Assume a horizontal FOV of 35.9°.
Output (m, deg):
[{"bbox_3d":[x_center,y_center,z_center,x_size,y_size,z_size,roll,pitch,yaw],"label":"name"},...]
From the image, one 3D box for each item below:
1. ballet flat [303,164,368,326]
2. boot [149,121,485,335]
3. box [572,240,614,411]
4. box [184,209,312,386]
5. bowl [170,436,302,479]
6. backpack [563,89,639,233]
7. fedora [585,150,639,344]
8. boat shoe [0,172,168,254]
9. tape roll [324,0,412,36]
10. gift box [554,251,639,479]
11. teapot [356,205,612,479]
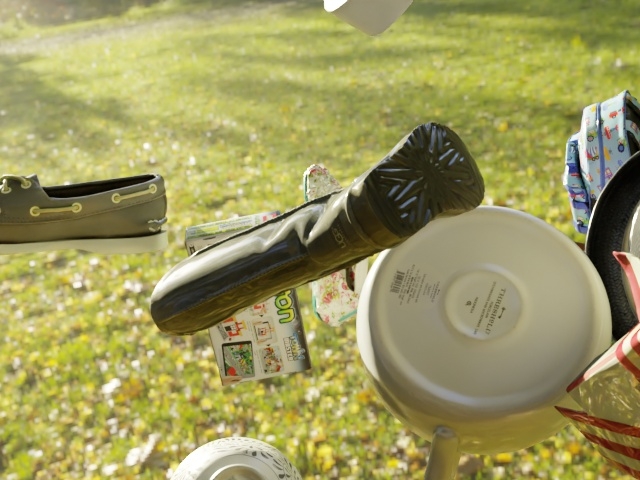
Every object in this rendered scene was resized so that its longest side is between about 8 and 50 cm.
[{"bbox_3d":[0.028,0.001,1.358,0.077,0.241,0.091,-15,-23,25],"label":"ballet flat"},{"bbox_3d":[-0.001,-0.002,0.722,0.208,0.076,0.189,-33,-7,37],"label":"boot"},{"bbox_3d":[0.286,0.100,1.191,0.293,0.201,0.057,10,-5,-15],"label":"box"},{"bbox_3d":[-0.083,0.072,1.168,0.114,0.207,0.036,-11,28,-1],"label":"box"},{"bbox_3d":[-0.093,0.298,1.115,0.170,0.170,0.080,-14,-21,-14],"label":"bowl"},{"bbox_3d":[0.393,-0.110,1.347,0.117,0.173,0.158,-5,47,23],"label":"backpack"},{"bbox_3d":[0.438,0.001,1.051,0.334,0.152,0.334,-6,64,12],"label":"fedora"},{"bbox_3d":[-0.323,-0.033,1.130,0.305,0.091,0.109,-1,11,-26],"label":"boat shoe"},{"bbox_3d":[0.093,-0.390,1.338,0.072,0.219,0.219,28,11,-19],"label":"tape roll"},{"bbox_3d":[0.338,0.089,0.716,0.258,0.255,0.276,-38,72,-27],"label":"gift box"},{"bbox_3d":[0.154,0.107,0.960,0.256,0.187,0.252,-24,60,-8],"label":"teapot"}]
